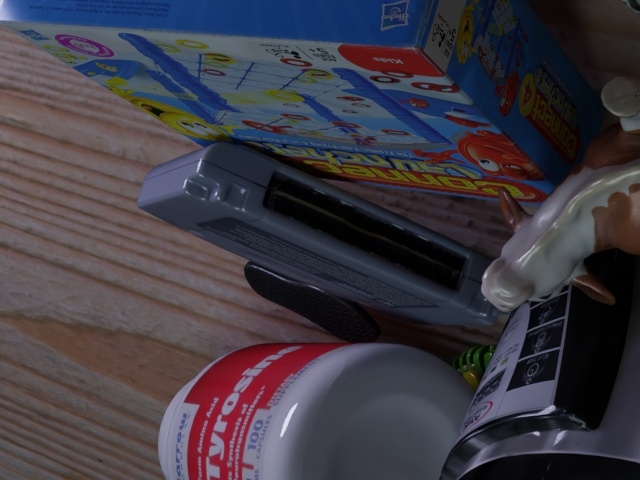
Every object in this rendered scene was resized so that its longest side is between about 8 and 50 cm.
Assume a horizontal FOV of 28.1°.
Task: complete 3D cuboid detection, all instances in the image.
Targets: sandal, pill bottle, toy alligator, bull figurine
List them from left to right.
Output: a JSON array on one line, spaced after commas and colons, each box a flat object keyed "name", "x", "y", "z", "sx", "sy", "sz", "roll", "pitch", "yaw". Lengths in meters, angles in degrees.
[{"name": "pill bottle", "x": -0.019, "y": 0.217, "z": 1.289, "sx": 0.229, "sy": 0.229, "sz": 0.407, "roll": 43, "pitch": 159, "yaw": -16}, {"name": "sandal", "x": -0.005, "y": 0.051, "z": 1.276, "sx": 0.179, "sy": 0.040, "sz": 0.067, "roll": 23, "pitch": 143, "yaw": 41}, {"name": "toy alligator", "x": 0.164, "y": 0.120, "z": 1.208, "sx": 0.189, "sy": 0.056, "sz": 0.051, "roll": -40, "pitch": 64, "yaw": 56}, {"name": "bull figurine", "x": 0.238, "y": -0.043, "z": 0.754, "sx": 0.310, "sy": 0.101, "sz": 0.188, "roll": -17, "pitch": 167, "yaw": 1}]

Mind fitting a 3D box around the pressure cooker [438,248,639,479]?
[{"name": "pressure cooker", "x": 0.277, "y": 0.202, "z": 0.874, "sx": 0.375, "sy": 0.420, "sz": 0.370, "roll": 3, "pitch": 138, "yaw": 39}]

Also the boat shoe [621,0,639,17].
[{"name": "boat shoe", "x": 0.210, "y": -0.172, "z": 0.730, "sx": 0.302, "sy": 0.103, "sz": 0.113, "roll": 17, "pitch": 142, "yaw": 21}]

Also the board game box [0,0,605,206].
[{"name": "board game box", "x": -0.001, "y": -0.119, "z": 0.866, "sx": 0.308, "sy": 0.086, "sz": 0.302, "roll": 9, "pitch": 169, "yaw": 30}]

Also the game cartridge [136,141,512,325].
[{"name": "game cartridge", "x": 0.000, "y": 0.000, "z": 1.080, "sx": 0.294, "sy": 0.060, "sz": 0.196, "roll": 24, "pitch": 164, "yaw": -21}]
